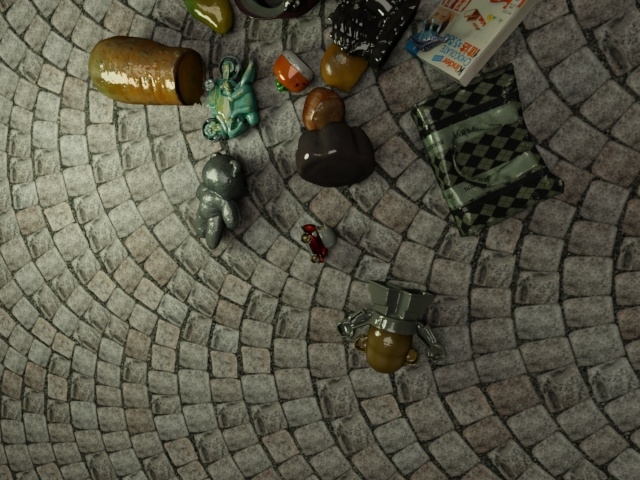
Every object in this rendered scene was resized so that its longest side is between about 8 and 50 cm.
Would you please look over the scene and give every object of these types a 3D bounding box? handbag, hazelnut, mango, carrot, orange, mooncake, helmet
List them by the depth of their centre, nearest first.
[{"bbox_3d":[0.481,-0.253,1.323,0.317,0.180,0.415,-22,91,5],"label":"handbag"},{"bbox_3d":[-0.089,-0.803,1.378,0.271,0.197,0.338,50,114,13],"label":"helmet"},{"bbox_3d":[0.044,-0.257,1.405,0.245,0.245,0.133,-14,73,17],"label":"mooncake"},{"bbox_3d":[0.071,-0.553,1.421,0.160,0.112,0.169,-5,85,17],"label":"orange"},{"bbox_3d":[0.000,-0.407,1.445,0.151,0.150,0.150,2,99,15],"label":"hazelnut"},{"bbox_3d":[-0.365,-0.778,1.521,0.191,0.085,0.122,34,95,-1],"label":"mango"},{"bbox_3d":[-0.584,-0.562,1.537,0.341,0.224,0.223,12,101,10],"label":"carrot"}]

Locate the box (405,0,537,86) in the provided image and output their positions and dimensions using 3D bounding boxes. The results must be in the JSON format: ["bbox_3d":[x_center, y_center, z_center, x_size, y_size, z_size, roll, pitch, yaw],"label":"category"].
[{"bbox_3d":[0.402,-0.592,1.271,0.264,0.048,0.273,-51,45,16],"label":"box"}]

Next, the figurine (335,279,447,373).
[{"bbox_3d":[0.227,0.286,1.467,0.343,0.167,0.284,12,93,34],"label":"figurine"}]

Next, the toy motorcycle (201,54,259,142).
[{"bbox_3d":[-0.292,-0.463,1.532,0.199,0.109,0.296,16,103,10],"label":"toy motorcycle"}]

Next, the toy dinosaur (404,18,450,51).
[{"bbox_3d":[0.302,-0.577,1.294,0.045,0.197,0.080,9,104,-30],"label":"toy dinosaur"}]

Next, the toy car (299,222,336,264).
[{"bbox_3d":[0.000,0.000,1.527,0.112,0.112,0.139,-24,101,2],"label":"toy car"}]

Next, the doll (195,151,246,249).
[{"bbox_3d":[-0.341,-0.143,1.591,0.246,0.158,0.339,35,125,40],"label":"doll"}]

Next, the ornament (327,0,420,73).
[{"bbox_3d":[0.126,-0.653,1.337,0.261,0.106,0.251,32,91,8],"label":"ornament"}]

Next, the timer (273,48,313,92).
[{"bbox_3d":[-0.097,-0.532,1.470,0.136,0.099,0.136,-1,86,20],"label":"timer"}]

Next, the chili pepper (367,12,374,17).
[{"bbox_3d":[0.171,-0.674,1.400,0.183,0.050,0.073,0,77,7],"label":"chili pepper"}]
